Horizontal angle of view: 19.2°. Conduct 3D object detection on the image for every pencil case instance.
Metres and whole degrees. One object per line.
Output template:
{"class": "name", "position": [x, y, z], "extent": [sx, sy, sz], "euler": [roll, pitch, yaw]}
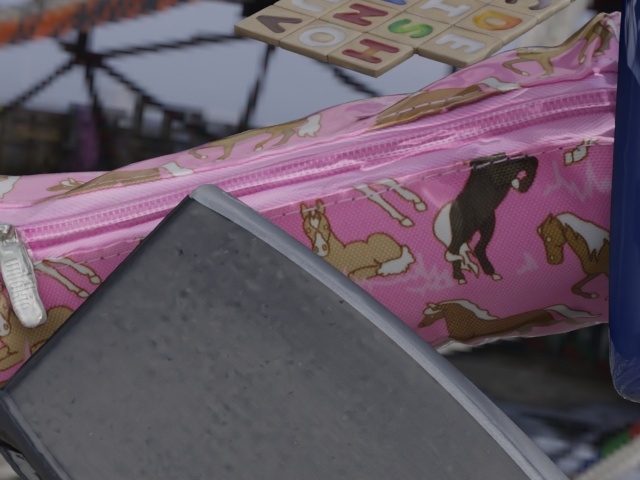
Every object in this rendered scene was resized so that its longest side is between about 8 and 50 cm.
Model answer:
{"class": "pencil case", "position": [0.000, 0.000, 0.951], "extent": [0.386, 0.160, 0.167], "euler": [-13, 16, 8]}

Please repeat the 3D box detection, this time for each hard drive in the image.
{"class": "hard drive", "position": [-0.011, 0.102, 0.810], "extent": [0.255, 0.172, 0.054], "euler": [41, -10, 15]}

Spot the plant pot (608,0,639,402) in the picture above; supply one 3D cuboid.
{"class": "plant pot", "position": [0.260, -0.047, 0.761], "extent": [0.236, 0.236, 0.212], "euler": [4, -7, -8]}

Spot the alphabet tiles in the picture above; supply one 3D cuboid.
{"class": "alphabet tiles", "position": [0.063, -0.170, 1.265], "extent": [0.198, 0.009, 0.237], "euler": [21, 39, 34]}
